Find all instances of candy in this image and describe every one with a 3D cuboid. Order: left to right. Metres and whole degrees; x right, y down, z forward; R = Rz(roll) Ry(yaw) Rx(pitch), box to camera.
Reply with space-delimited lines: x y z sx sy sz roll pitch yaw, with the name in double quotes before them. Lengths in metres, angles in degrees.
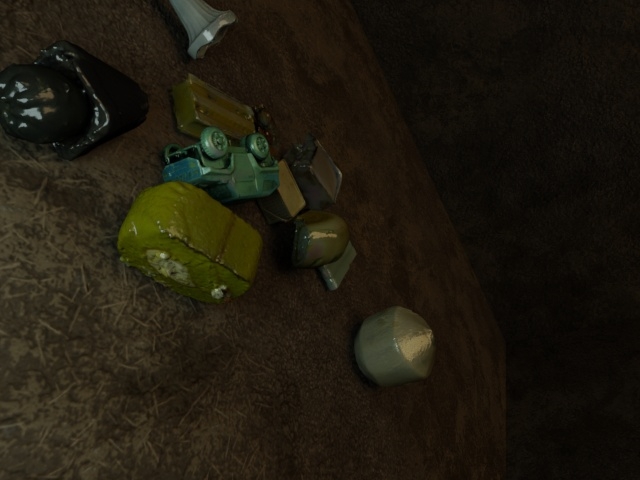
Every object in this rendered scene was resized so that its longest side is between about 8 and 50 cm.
"candy" -0.033 -0.200 1.290 0.195 0.137 0.185 50 35 -31

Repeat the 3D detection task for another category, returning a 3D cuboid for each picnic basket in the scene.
"picnic basket" -0.122 -0.136 1.155 0.164 0.079 0.115 65 29 -15

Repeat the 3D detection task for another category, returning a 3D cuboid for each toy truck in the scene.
"toy truck" -0.221 -0.163 0.958 0.279 0.154 0.156 -18 96 -60

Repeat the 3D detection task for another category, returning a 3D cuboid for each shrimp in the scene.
"shrimp" -0.155 -0.325 1.217 0.187 0.051 0.133 58 18 -57

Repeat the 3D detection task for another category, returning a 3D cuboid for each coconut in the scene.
"coconut" 0.249 0.333 1.297 0.245 0.247 0.245 37 41 -41

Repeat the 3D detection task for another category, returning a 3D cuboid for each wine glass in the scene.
"wine glass" -0.328 -0.591 1.050 0.196 0.164 0.165 50 35 -23

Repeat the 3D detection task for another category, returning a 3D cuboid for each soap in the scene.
"soap" -0.263 -0.311 1.057 0.233 0.076 0.135 10 63 -56

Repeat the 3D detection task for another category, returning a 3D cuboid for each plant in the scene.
"plant" -0.416 -0.236 0.706 0.164 0.141 0.256 64 27 -11

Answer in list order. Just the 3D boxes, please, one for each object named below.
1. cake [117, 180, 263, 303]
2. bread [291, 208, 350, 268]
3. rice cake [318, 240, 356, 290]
"cake" -0.247 0.013 0.782 0.260 0.179 0.156 40 40 -34
"bread" 0.003 0.004 1.151 0.260 0.156 0.158 -34 132 -63
"rice cake" 0.053 0.060 1.355 0.127 0.043 0.237 60 32 -12
